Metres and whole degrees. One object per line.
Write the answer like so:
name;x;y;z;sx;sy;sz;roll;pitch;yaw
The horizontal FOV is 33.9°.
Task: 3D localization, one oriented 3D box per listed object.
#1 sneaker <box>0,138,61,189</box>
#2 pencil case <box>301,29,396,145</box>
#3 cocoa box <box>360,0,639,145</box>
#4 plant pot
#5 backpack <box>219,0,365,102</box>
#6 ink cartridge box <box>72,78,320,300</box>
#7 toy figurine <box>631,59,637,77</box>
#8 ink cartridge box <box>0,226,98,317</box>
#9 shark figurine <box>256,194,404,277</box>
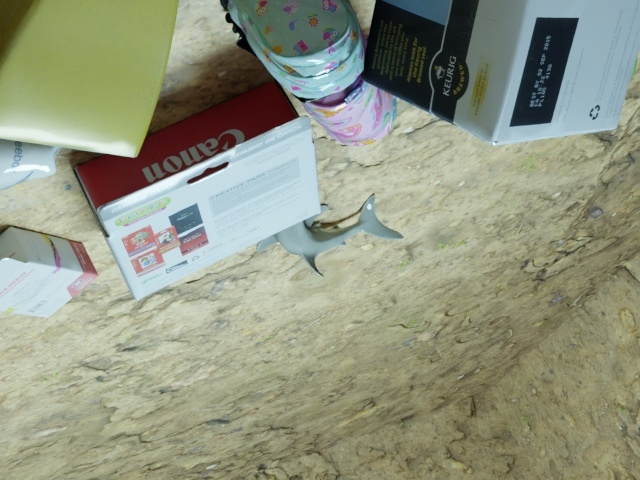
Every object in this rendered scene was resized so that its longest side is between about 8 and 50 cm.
sneaker;-0.362;-0.089;1.074;0.129;0.297;0.111;8;96;-34
pencil case;0.033;-0.205;1.400;0.124;0.124;0.284;-32;169;5
cocoa box;0.224;-0.312;1.177;0.231;0.228;0.347;-9;120;-39
plant pot;-0.259;-0.226;0.999;0.212;0.212;0.187;4;126;-53
backpack;-0.027;-0.251;1.221;0.152;0.182;0.115;-31;157;4
ink cartridge box;-0.166;-0.085;1.464;0.309;0.130;0.272;-26;155;-11
toy figurine;0.411;-0.306;1.763;0.159;0.130;0.173;8;163;-36
ink cartridge box;-0.428;0.045;1.500;0.115;0.067;0.198;-37;158;16
shark figurine;0.006;0.010;1.887;0.278;0.116;0.166;0;145;-46
